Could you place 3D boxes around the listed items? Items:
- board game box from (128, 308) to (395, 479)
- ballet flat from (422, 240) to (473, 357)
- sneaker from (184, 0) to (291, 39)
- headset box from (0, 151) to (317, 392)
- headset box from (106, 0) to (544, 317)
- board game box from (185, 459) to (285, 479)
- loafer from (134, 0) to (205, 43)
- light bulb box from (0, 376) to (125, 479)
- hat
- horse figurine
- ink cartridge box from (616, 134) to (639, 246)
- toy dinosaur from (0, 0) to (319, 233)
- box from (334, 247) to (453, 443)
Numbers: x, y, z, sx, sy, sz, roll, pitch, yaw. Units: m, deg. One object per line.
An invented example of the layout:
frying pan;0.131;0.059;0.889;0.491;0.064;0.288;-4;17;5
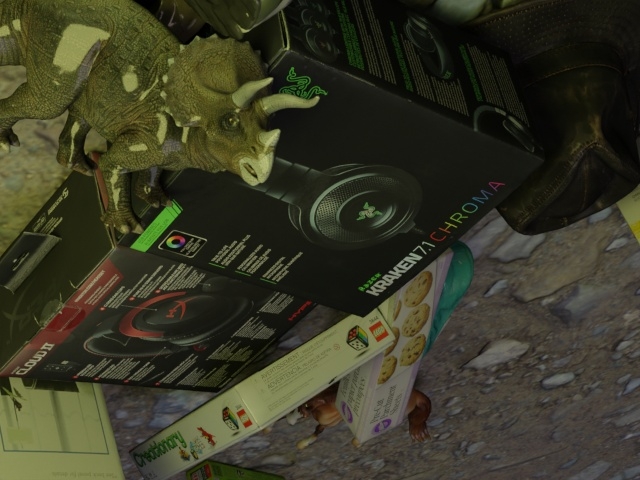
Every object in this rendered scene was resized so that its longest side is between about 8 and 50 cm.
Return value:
board game box;-0.071;0.173;1.388;0.193;0.053;0.305;-29;176;-35
ballet flat;0.122;0.080;1.475;0.087;0.083;0.247;-21;155;-27
sneaker;-0.014;-0.319;0.740;0.182;0.158;0.410;-40;160;-32
headset box;-0.164;0.039;1.202;0.293;0.110;0.218;10;139;-41
headset box;-0.009;-0.083;1.047;0.283;0.131;0.246;19;133;-34
board game box;-0.106;0.371;1.791;0.043;0.092;0.181;-33;148;23
loafer;-0.149;-0.149;0.969;0.148;0.056;0.050;-43;143;17
light bulb box;-0.369;0.310;1.271;0.225;0.361;0.358;8;139;-39
hat;0.220;-0.089;1.204;0.331;0.134;0.331;-14;150;-8
horse figurine;0.048;0.224;1.675;0.263;0.066;0.174;2;149;-29
ink cartridge box;0.436;-0.010;1.360;0.168;0.233;0.171;-33;147;17
toy dinosaur;-0.148;-0.111;0.898;0.160;0.313;0.121;-64;164;21
box;0.076;0.104;1.400;0.067;0.063;0.324;-20;145;-25
